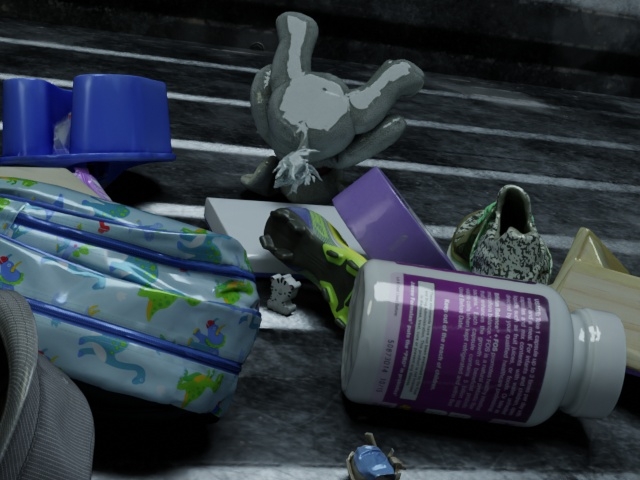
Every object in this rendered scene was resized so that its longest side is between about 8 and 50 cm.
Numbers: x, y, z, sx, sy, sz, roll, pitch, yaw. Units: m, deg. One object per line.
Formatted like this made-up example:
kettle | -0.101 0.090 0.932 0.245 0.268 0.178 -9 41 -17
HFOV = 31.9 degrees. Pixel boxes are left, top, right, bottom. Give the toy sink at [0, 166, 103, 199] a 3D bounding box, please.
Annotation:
toy sink | -0.364 -0.003 1.410 0.152 0.131 0.234 -1 17 -30

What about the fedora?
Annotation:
fedora | -0.268 0.168 0.908 0.124 0.244 0.275 32 -7 -37

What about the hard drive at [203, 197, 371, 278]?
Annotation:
hard drive | 0.000 0.000 1.709 0.318 0.040 0.210 3 24 -21

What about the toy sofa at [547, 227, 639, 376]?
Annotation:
toy sofa | 0.464 0.123 1.412 0.362 0.177 0.150 17 -14 45

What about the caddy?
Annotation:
caddy | -0.369 -0.164 1.791 0.241 0.179 0.341 -2 3 11

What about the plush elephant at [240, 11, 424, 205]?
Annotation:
plush elephant | -0.001 -0.165 1.897 0.271 0.255 0.330 20 65 7

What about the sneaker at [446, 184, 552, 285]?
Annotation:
sneaker | 0.283 0.000 1.660 0.158 0.182 0.410 10 19 -2

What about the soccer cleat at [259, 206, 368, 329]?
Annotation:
soccer cleat | 0.037 0.043 1.502 0.121 0.093 0.289 5 28 -47

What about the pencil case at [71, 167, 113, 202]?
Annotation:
pencil case | -0.320 -0.031 1.576 0.086 0.088 0.206 -3 22 -30

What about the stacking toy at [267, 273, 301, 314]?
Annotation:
stacking toy | -0.155 0.060 1.458 0.221 0.052 0.167 20 21 27

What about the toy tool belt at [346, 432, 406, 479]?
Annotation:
toy tool belt | 0.058 0.227 1.093 0.052 0.051 0.083 1 21 -25

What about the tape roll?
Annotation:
tape roll | 0.103 -0.006 1.545 0.189 0.080 0.189 52 6 -7

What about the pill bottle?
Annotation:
pill bottle | 0.184 0.123 1.281 0.301 0.169 0.169 9 19 -4

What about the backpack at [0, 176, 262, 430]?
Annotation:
backpack | -0.238 0.065 1.119 0.355 0.273 0.290 29 -11 13
